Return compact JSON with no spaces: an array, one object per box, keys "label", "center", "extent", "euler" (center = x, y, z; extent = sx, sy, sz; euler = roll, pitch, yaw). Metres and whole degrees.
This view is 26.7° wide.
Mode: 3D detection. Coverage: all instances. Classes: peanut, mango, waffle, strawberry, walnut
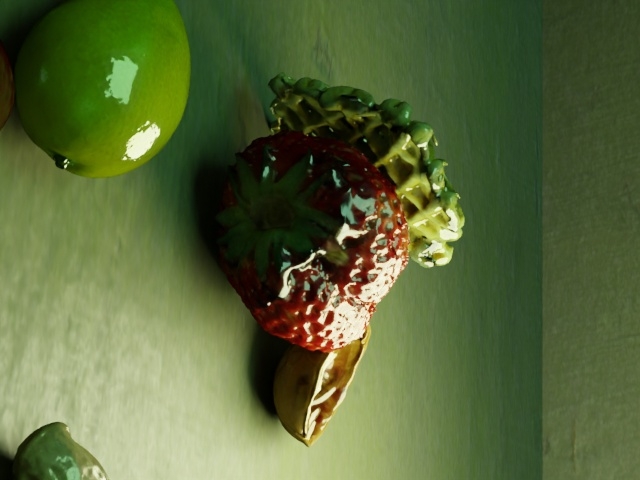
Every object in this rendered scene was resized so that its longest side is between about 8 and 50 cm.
[{"label":"peanut","center":[-0.232,0.267,1.324],"extent":[0.099,0.099,0.214],"euler":[-65,144,-48]},{"label":"mango","center":[-0.211,-0.172,1.388],"extent":[0.273,0.149,0.185],"euler":[-60,137,-60]},{"label":"waffle","center":[0.062,-0.100,1.813],"extent":[0.073,0.317,0.297],"euler":[-45,143,-23]},{"label":"strawberry","center":[0.000,0.000,1.714],"extent":[0.238,0.250,0.288],"euler":[50,17,31]},{"label":"walnut","center":[-0.012,0.179,1.828],"extent":[0.211,0.087,0.167],"euler":[-52,155,-45]}]

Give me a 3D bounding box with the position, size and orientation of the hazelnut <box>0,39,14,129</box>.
[{"label":"hazelnut","center":[-0.354,-0.108,1.024],"extent":[0.234,0.218,0.218],"euler":[-78,157,-75]}]
